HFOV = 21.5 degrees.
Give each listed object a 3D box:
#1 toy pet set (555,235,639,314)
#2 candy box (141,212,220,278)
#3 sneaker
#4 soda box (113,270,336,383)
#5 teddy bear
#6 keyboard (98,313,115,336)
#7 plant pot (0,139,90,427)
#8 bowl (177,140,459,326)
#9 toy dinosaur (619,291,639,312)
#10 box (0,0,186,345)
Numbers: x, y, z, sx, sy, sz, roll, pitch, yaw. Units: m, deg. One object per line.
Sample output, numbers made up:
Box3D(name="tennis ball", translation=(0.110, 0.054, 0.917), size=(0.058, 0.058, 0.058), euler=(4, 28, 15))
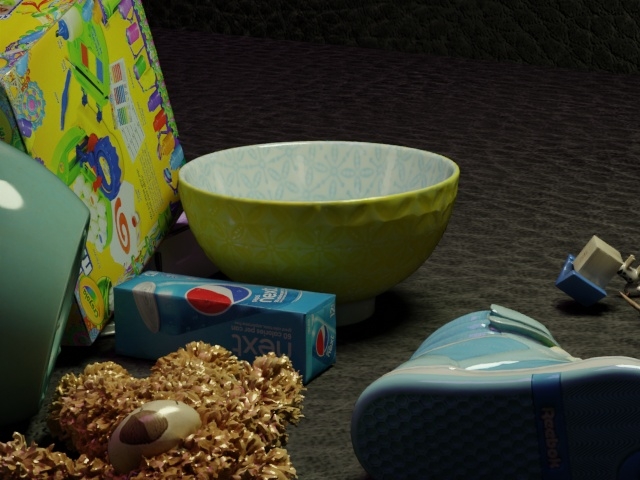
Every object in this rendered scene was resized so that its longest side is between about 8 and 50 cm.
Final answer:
Box3D(name="toy pet set", translation=(0.309, 0.056, 1.750), size=(0.114, 0.065, 0.122), euler=(34, 17, -7))
Box3D(name="candy box", translation=(-0.218, 0.008, 1.872), size=(0.196, 0.070, 0.165), euler=(3, 15, 26))
Box3D(name="sneaker", translation=(0.200, 0.121, 1.339), size=(0.319, 0.127, 0.208), euler=(4, 17, 16))
Box3D(name="soda box", translation=(-0.093, 0.080, 1.607), size=(0.210, 0.071, 0.067), euler=(6, 16, 25))
Box3D(name="teddy bear", translation=(-0.127, 0.144, 1.299), size=(0.245, 0.113, 0.338), euler=(-1, 15, 6))
Box3D(name="keyboard", translation=(-0.211, 0.083, 1.729), size=(0.256, 0.014, 0.072), euler=(-8, 11, -26))
Box3D(name="plant pot", translation=(-0.328, 0.034, 1.423), size=(0.235, 0.293, 0.293), euler=(15, 14, -5))
Box3D(name="bowl", translation=(0.000, 0.000, 1.741), size=(0.289, 0.156, 0.289), euler=(-1, 15, 0))
Box3D(name="toy dinosaur", translation=(0.397, 0.090, 1.604), size=(0.211, 0.064, 0.112), euler=(8, -3, -3))
Box3D(name="box", translation=(-0.283, -0.093, 1.666), size=(0.177, 0.290, 0.279), euler=(-1, 32, 21))
